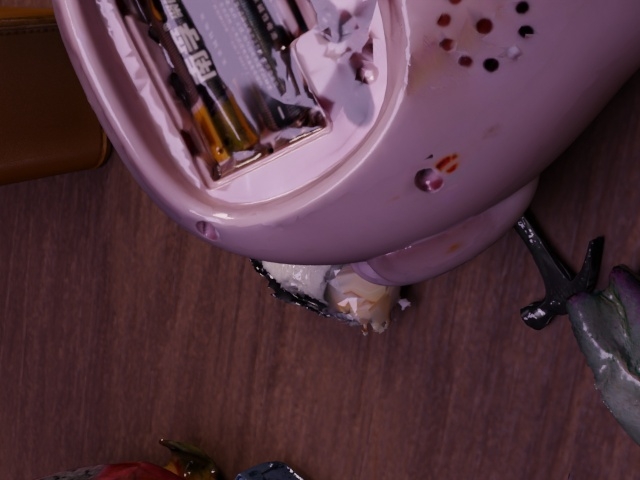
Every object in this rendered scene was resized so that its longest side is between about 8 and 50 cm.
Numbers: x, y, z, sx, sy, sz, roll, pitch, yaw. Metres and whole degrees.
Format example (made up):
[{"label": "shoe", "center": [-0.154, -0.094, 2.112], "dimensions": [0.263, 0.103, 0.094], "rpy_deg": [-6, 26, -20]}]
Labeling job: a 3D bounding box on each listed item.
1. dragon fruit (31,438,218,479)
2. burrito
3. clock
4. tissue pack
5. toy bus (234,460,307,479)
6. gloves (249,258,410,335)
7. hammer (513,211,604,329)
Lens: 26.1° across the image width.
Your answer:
[{"label": "dragon fruit", "center": [-0.197, 0.271, 1.105], "dimensions": [0.291, 0.291, 0.189], "rpy_deg": [-17, 83, 37]}, {"label": "burrito", "center": [0.270, 0.140, 0.860], "dimensions": [0.309, 0.066, 0.096], "rpy_deg": [45, 117, 20]}, {"label": "clock", "center": [0.039, -0.164, 0.818], "dimensions": [0.377, 0.250, 0.368], "rpy_deg": [-25, 94, 18]}, {"label": "tissue pack", "center": [-0.328, -0.114, 1.116], "dimensions": [0.194, 0.274, 0.145], "rpy_deg": [7, 105, 36]}, {"label": "toy bus", "center": [0.003, 0.236, 1.077], "dimensions": [0.166, 0.065, 0.047], "rpy_deg": [34, 118, 24]}, {"label": "gloves", "center": [0.003, -0.002, 1.025], "dimensions": [0.153, 0.070, 0.114], "rpy_deg": [30, 123, 28]}, {"label": "hammer", "center": [0.124, -0.039, 0.956], "dimensions": [0.078, 0.021, 0.201], "rpy_deg": [-40, 77, 35]}]
